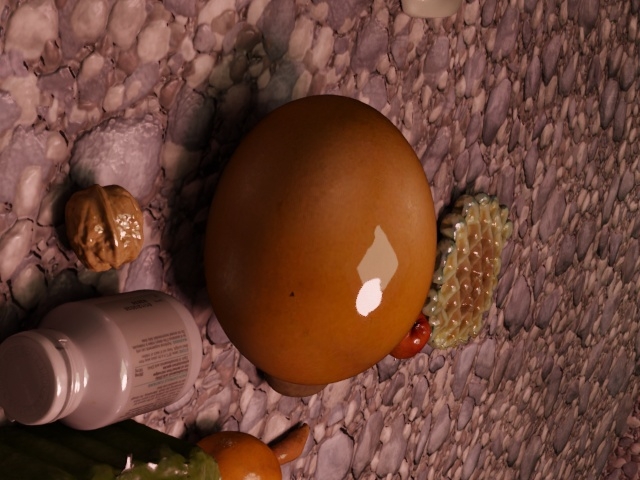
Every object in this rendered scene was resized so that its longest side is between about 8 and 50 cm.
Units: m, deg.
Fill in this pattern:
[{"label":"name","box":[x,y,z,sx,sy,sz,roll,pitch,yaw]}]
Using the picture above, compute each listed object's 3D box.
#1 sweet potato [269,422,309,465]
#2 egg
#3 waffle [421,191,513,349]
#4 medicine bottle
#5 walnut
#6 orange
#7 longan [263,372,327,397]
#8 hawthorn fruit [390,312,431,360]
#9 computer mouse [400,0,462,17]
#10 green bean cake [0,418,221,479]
[{"label":"sweet potato","box":[-0.064,0.319,1.756,0.179,0.044,0.044,-40,137,-46]},{"label":"egg","box":[0.000,0.000,1.448,0.282,0.282,0.351,0,94,-60]},{"label":"waffle","box":[0.260,0.056,2.147,0.309,0.056,0.292,8,98,-61]},{"label":"medicine bottle","box":[-0.235,0.128,1.261,0.215,0.135,0.135,-10,113,-58]},{"label":"walnut","box":[-0.227,-0.015,1.259,0.079,0.082,0.096,-16,116,-22]},{"label":"orange","box":[-0.125,0.322,1.568,0.156,0.124,0.156,-42,154,-26]},{"label":"longan","box":[-0.030,0.168,1.680,0.113,0.092,0.113,-13,115,-29]},{"label":"hawthorn fruit","box":[0.137,0.160,1.984,0.081,0.081,0.093,-47,171,-38]},{"label":"computer mouse","box":[0.183,-0.375,1.794,0.181,0.056,0.089,-18,124,-56]},{"label":"green bean cake","box":[-0.258,0.354,1.262,0.319,0.218,0.335,-1,107,-60]}]
